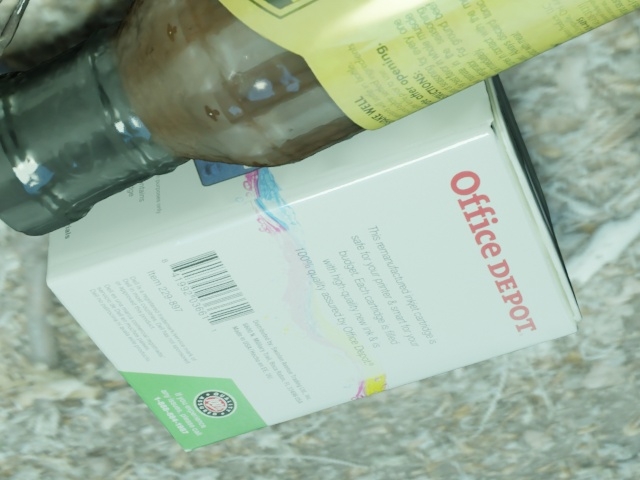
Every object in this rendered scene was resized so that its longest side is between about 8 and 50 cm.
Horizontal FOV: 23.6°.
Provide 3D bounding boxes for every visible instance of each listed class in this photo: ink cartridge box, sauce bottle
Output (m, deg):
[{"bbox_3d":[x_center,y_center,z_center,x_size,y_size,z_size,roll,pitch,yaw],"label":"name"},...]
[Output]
[{"bbox_3d":[0.000,0.000,0.726,0.212,0.093,0.154,-17,137,13],"label":"ink cartridge box"},{"bbox_3d":[0.011,-0.097,0.609,0.344,0.111,0.111,-25,134,17],"label":"sauce bottle"}]

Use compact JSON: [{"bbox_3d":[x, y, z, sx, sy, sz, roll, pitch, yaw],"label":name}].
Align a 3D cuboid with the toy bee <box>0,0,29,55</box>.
[{"bbox_3d":[-0.170,-0.152,0.495,0.162,0.195,0.298,32,140,-5],"label":"toy bee"}]
